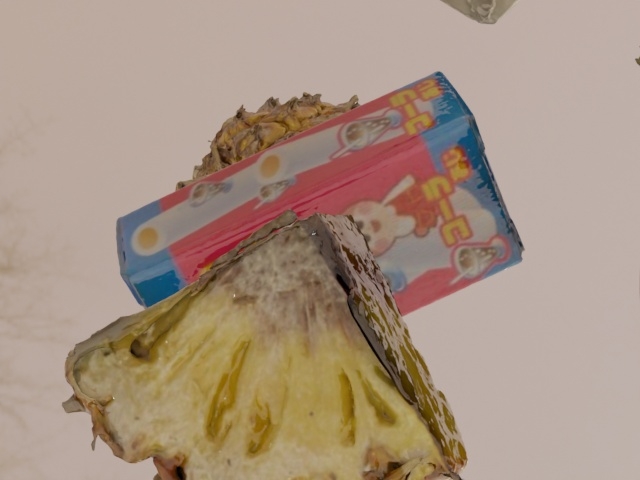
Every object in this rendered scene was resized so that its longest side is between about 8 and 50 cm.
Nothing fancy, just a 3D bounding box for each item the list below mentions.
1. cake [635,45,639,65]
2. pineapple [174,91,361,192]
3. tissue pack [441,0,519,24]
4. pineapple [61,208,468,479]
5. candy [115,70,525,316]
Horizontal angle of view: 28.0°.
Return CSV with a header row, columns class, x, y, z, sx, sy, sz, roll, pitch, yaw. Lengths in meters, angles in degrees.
class,x,y,z,sx,sy,sz,roll,pitch,yaw
cake,0.249,-0.099,0.819,0.055,0.140,0.051,19,-60,-18
pineapple,-0.079,-0.106,1.583,0.334,0.161,0.158,-26,-17,27
tissue pack,0.129,-0.397,1.086,0.266,0.356,0.194,32,-38,-7
pineapple,-0.022,0.073,0.725,0.236,0.186,0.114,10,2,12
candy,0.000,-0.001,1.073,0.306,0.100,0.157,-26,-54,3
